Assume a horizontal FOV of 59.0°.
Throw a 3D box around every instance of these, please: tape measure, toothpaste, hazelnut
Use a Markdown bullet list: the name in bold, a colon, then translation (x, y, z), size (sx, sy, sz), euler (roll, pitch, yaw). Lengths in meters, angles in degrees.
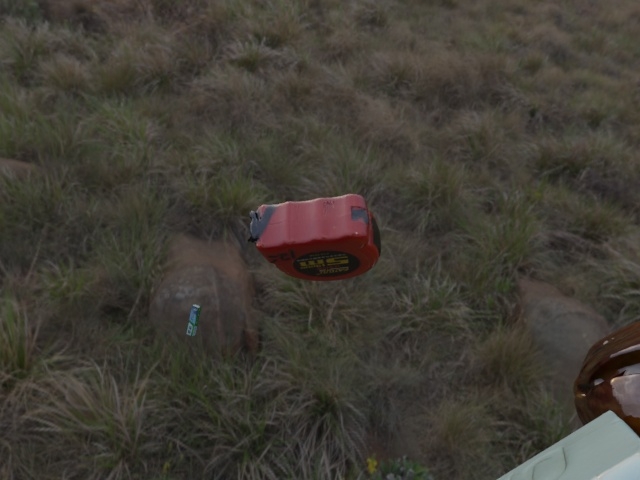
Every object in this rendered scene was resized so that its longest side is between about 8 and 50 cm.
- **tape measure**: translation (0.001, 0.000, 1.214), size (0.252, 0.260, 0.114), euler (-7, 65, 12)
- **toothpaste**: translation (-0.327, 0.206, 1.461), size (0.020, 0.084, 0.017), euler (19, 15, 16)
- **hazelnut**: translation (0.353, 0.165, 0.576), size (0.177, 0.178, 0.204), euler (18, 43, 8)

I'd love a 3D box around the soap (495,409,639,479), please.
- **soap**: translation (0.157, 0.252, 0.450), size (0.088, 0.265, 0.159), euler (55, 12, 16)
